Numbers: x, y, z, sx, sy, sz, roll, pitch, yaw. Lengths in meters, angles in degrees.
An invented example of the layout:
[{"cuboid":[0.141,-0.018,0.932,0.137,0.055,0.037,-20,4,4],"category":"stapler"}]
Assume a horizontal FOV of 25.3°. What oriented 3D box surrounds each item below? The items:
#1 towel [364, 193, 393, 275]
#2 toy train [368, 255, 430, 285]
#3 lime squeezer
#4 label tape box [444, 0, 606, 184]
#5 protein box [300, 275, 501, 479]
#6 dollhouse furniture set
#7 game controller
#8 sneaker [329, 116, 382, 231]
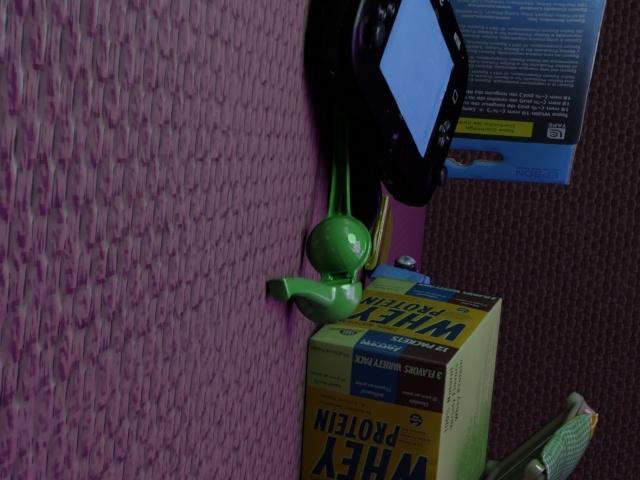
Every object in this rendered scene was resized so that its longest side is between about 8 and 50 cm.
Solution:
[{"cuboid":[0.079,0.003,1.942,0.237,0.021,0.102,57,44,-81],"category":"towel"},{"cuboid":[0.090,0.112,1.855,0.105,0.080,0.184,-43,147,-66],"category":"toy train"},{"cuboid":[0.000,0.000,1.174,0.110,0.059,0.310,59,24,-22],"category":"lime squeezer"},{"cuboid":[0.152,-0.198,1.434,0.334,0.240,0.106,86,9,-58],"category":"label tape box"},{"cuboid":[0.080,0.165,1.399,0.201,0.136,0.200,-37,134,-64],"category":"protein box"},{"cuboid":[0.198,0.322,1.477,0.301,0.151,0.197,-45,176,28],"category":"dollhouse furniture set"},{"cuboid":[0.073,-0.154,1.233,0.166,0.067,0.319,-63,156,-13],"category":"game controller"},{"cuboid":[0.040,-0.095,1.361,0.089,0.051,0.170,-67,159,-55],"category":"sneaker"}]
